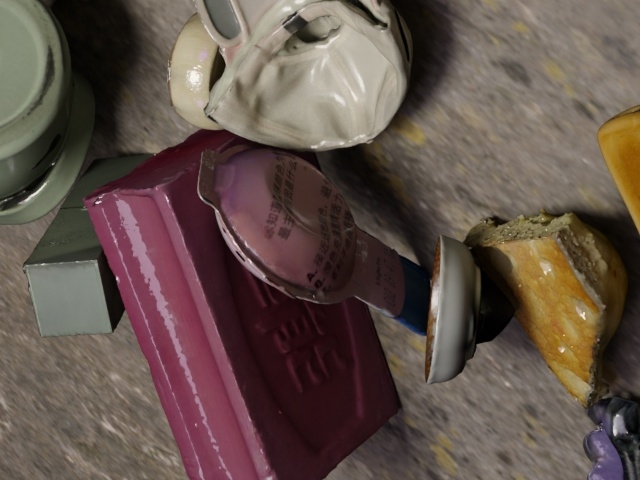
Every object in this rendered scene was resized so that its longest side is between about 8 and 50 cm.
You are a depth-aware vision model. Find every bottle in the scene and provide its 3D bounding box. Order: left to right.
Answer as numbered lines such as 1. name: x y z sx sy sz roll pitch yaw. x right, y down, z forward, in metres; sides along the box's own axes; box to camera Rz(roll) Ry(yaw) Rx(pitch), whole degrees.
1. bottle: -0.360 -0.129 1.857 0.229 0.229 0.351 48 165 8

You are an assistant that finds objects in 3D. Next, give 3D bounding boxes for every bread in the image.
1. bread: 0.320 -0.008 1.471 0.093 0.074 0.239 -13 105 49

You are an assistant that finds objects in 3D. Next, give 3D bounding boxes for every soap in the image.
1. soap: -0.075 0.072 1.743 0.128 0.233 0.359 -6 110 40

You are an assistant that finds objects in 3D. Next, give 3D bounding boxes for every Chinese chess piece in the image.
1. Chinese chess piece: -0.103 -0.170 1.705 0.051 0.122 0.122 12 122 23

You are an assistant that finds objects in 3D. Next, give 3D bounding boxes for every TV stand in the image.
1. TV stand: -0.229 0.001 1.802 0.083 0.269 0.088 -3 114 10

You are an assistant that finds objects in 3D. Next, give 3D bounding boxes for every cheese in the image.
1. cheese: 0.000 0.000 1.638 0.286 0.189 0.074 30 130 -27

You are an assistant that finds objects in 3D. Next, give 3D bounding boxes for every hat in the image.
1. hat: -0.008 -0.217 1.630 0.219 0.164 0.226 -17 62 31

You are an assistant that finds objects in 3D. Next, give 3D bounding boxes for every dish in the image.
1. dish: 0.142 0.068 1.596 0.078 0.141 0.141 6 123 1

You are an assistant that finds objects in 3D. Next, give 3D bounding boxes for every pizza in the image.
1. pizza: 0.237 0.054 1.581 0.204 0.081 0.188 58 159 -5

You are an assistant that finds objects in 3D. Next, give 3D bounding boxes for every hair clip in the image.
1. hair clip: 0.305 0.238 1.645 0.124 0.052 0.195 14 128 41

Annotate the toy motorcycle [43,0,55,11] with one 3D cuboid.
1. toy motorcycle: -0.292 -0.309 1.798 0.112 0.112 0.254 49 137 7
